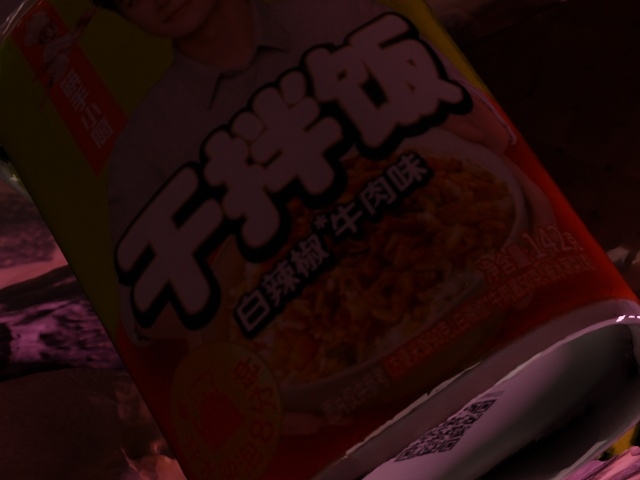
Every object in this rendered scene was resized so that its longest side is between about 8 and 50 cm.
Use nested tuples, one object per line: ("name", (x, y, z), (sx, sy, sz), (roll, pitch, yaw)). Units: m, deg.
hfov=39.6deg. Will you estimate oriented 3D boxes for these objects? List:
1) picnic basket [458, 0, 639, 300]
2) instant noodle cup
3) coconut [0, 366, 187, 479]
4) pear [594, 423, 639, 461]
("picnic basket", (0.248, -0.046, 0.667), (0.321, 0.254, 0.291), (-18, 151, 2))
("instant noodle cup", (0.000, 0.000, 0.469), (0.294, 0.308, 0.294), (-23, 147, -16))
("coconut", (-0.179, 0.275, 0.659), (0.346, 0.346, 0.360), (-6, 147, -35))
("pear", (0.181, 0.148, 0.905), (0.292, 0.159, 0.292), (-3, 158, -1))
